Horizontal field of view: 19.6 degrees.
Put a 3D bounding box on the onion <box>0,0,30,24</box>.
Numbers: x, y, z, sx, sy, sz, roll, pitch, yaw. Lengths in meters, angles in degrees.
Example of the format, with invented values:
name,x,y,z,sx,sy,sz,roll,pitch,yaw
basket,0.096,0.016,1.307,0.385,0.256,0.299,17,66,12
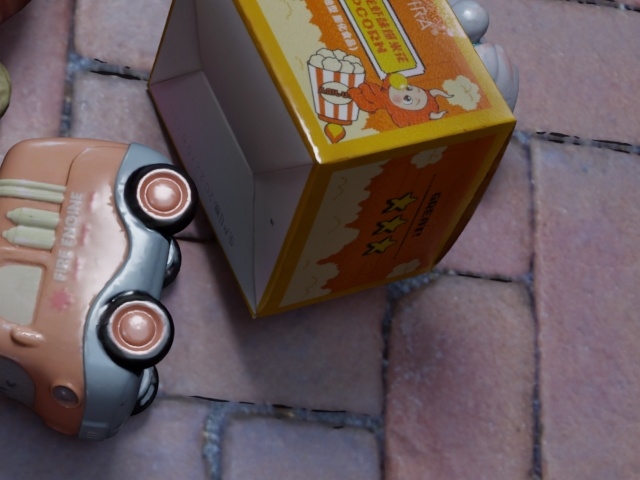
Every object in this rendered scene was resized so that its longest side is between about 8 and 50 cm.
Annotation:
name,x,y,z,sx,sy,sz,roll,pitch,yaw
onion,-0.385,-0.336,1.653,0.354,0.353,0.353,6,71,-19

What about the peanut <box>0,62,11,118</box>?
name,x,y,z,sx,sy,sz,roll,pitch,yaw
peanut,-0.349,-0.098,1.695,0.082,0.082,0.187,33,63,-8

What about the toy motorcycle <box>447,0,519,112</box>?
name,x,y,z,sx,sy,sz,roll,pitch,yaw
toy motorcycle,0.121,-0.198,1.857,0.110,0.171,0.260,-24,85,-27

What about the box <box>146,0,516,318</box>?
name,x,y,z,sx,sy,sz,roll,pitch,yaw
box,0.003,-0.126,1.703,0.214,0.259,0.283,-14,63,-26

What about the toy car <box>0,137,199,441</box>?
name,x,y,z,sx,sy,sz,roll,pitch,yaw
toy car,-0.231,0.035,1.649,0.212,0.180,0.270,11,68,-6
